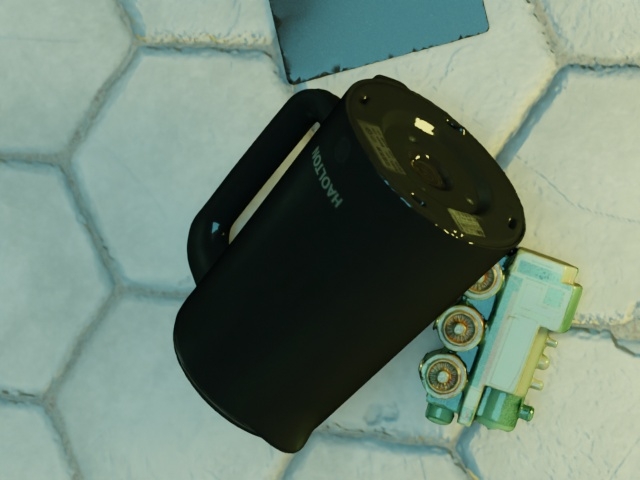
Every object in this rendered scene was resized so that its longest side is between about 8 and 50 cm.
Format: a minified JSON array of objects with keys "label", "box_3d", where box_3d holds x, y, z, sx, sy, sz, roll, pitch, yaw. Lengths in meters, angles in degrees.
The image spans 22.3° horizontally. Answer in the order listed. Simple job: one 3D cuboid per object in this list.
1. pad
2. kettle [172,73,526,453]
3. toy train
[{"label":"pad","box_3d":[0.051,-0.247,1.606,0.211,0.003,0.142,-13,89,15]},{"label":"kettle","box_3d":[-0.005,0.005,1.501,0.262,0.203,0.308,48,119,9]},{"label":"toy train","box_3d":[0.168,0.093,1.552,0.125,0.081,0.194,19,96,9]}]
